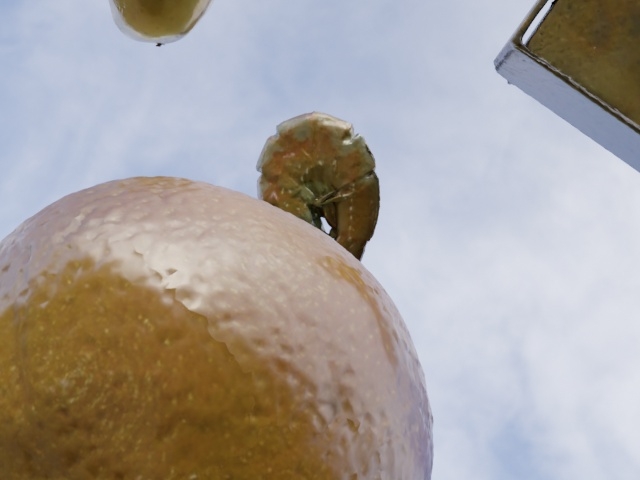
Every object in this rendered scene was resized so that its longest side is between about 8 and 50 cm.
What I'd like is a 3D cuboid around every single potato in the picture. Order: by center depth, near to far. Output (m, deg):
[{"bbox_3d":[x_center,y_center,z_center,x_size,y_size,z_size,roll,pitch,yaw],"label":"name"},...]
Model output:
[{"bbox_3d":[-0.145,-0.270,0.987,0.118,0.109,0.178,36,-52,51],"label":"potato"}]

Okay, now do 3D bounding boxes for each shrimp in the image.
[{"bbox_3d":[0.000,0.000,1.205,0.154,0.062,0.294,-3,-88,25],"label":"shrimp"}]

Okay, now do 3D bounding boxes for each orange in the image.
[{"bbox_3d":[-0.074,0.093,0.543,0.264,0.264,0.264,9,-55,13],"label":"orange"}]

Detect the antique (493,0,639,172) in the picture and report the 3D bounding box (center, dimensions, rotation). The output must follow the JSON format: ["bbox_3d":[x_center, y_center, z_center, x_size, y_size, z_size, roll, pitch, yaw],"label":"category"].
[{"bbox_3d":[0.280,-0.081,0.771,0.310,0.087,0.093,36,-93,2],"label":"antique"}]
